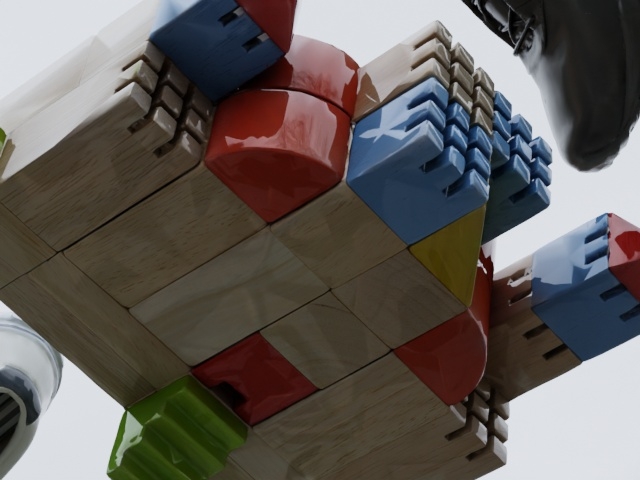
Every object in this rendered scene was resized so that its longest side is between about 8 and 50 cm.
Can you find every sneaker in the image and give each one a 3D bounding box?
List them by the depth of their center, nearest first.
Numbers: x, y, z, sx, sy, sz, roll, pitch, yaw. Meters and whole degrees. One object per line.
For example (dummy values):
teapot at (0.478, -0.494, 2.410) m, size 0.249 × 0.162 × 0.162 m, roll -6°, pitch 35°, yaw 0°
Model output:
sneaker at (-0.254, 0.140, 1.135) m, size 0.094 × 0.091 × 0.258 m, roll 42°, pitch -75°, yaw -10°
sneaker at (0.115, -0.168, 1.165) m, size 0.130 × 0.286 × 0.109 m, roll -4°, pitch -25°, yaw -13°

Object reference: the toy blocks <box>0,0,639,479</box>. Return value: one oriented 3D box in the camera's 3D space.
toy blocks at (0.000, 0.000, 1.000) m, size 0.261 × 0.190 × 0.381 m, roll -31°, pitch -61°, yaw 29°
